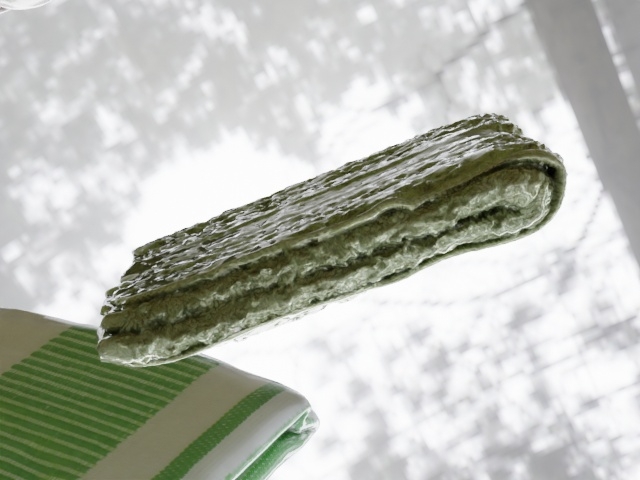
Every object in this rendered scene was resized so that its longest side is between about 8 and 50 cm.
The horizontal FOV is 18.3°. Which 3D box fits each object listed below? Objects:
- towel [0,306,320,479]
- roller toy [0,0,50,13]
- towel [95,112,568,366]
[{"bbox_3d":[-0.190,0.084,0.818,0.325,0.038,0.248,9,-156,22],"label":"towel"},{"bbox_3d":[-0.275,-0.250,1.438,0.146,0.191,0.209,-8,-140,26],"label":"roller toy"},{"bbox_3d":[0.000,0.000,0.609,0.148,0.027,0.110,-22,-169,1],"label":"towel"}]
